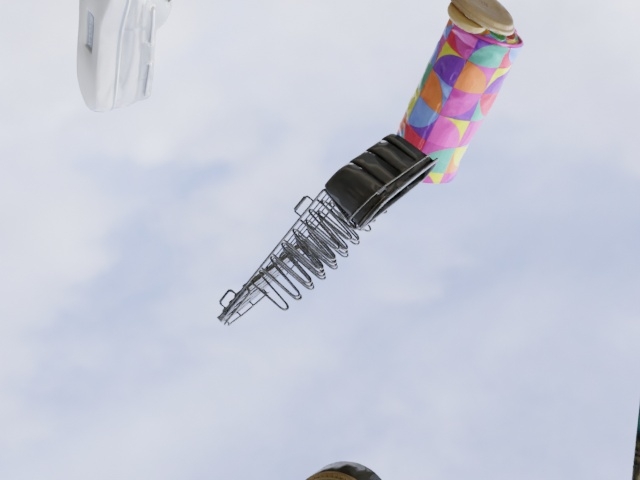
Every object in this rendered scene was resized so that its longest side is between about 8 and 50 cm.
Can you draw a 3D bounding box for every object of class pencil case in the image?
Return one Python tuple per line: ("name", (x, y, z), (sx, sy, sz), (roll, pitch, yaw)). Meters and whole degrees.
("pencil case", (0.167, -0.179, 2.423), (0.104, 0.236, 0.104), (17, -144, -13))

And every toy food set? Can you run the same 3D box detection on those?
("toy food set", (0.150, -0.217, 1.853), (0.083, 0.020, 0.083), (19, -151, -30))

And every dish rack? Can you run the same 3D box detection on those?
("dish rack", (0.000, 0.000, 2.194), (0.271, 0.074, 0.208), (-49, 173, 28))

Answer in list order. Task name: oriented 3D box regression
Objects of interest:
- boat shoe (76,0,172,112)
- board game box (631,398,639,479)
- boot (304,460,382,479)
("boat shoe", (-0.147, -0.179, 1.520), (0.063, 0.184, 0.066), (-11, -141, -26))
("board game box", (0.392, 0.216, 1.919), (0.186, 0.126, 0.026), (14, -165, 41))
("boot", (0.009, 0.232, 1.041), (0.077, 0.198, 0.137), (-24, -178, 30))
